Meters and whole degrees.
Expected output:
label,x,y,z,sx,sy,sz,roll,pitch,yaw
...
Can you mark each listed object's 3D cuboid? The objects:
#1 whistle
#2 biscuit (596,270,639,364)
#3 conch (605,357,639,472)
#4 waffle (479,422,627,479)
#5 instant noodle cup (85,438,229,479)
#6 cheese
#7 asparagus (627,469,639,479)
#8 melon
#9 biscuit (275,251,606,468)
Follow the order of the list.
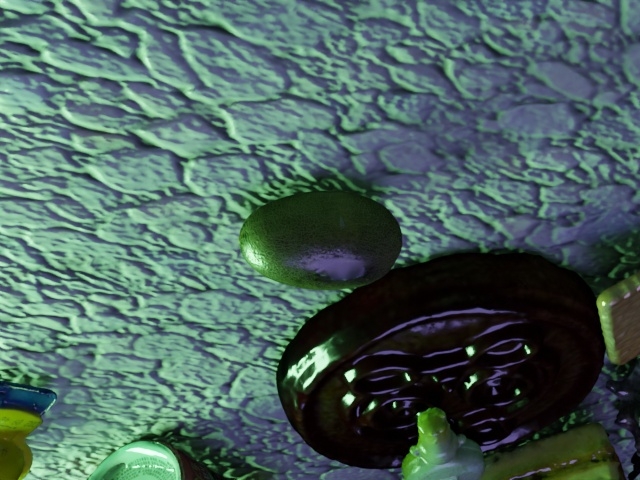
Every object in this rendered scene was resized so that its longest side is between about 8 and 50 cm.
label,x,y,z,sx,sy,sz,roll,pitch,yaw
whistle,0.148,0.263,1.512,0.104,0.057,0.198,-14,149,2
biscuit,0.428,0.043,1.419,0.250,0.030,0.160,-32,143,-2
conch,0.487,0.236,1.638,0.241,0.186,0.313,20,165,7
waffle,0.311,0.381,1.762,0.261,0.114,0.376,-22,155,8
instant noodle cup,-0.177,0.382,1.599,0.244,0.244,0.255,-25,134,16
cheese,-0.406,0.247,1.449,0.177,0.069,0.270,18,131,-37
asparagus,0.480,0.326,1.819,0.166,0.013,0.016,-16,134,-55
melon,0.000,0.000,1.220,0.162,0.099,0.099,1,142,-13
biscuit,0.151,0.165,1.497,0.407,0.091,0.407,-9,145,-7
